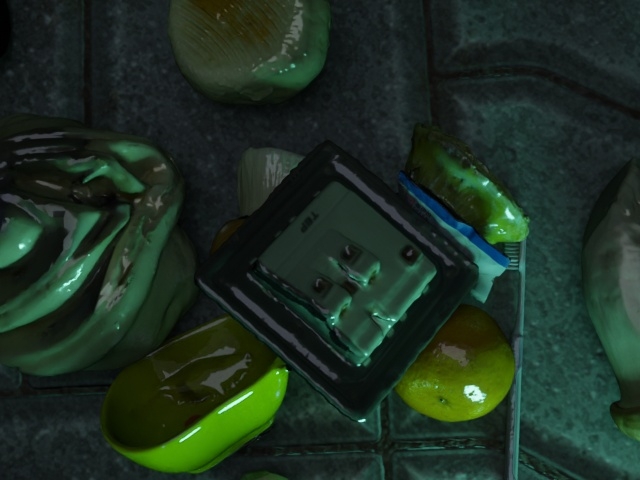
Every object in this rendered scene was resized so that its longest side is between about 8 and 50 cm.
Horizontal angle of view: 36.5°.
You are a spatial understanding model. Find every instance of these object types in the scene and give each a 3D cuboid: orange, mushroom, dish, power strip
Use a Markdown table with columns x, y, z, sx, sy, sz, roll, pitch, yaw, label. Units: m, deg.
| x | y | z | sx | sy | sz | roll | pitch | yaw | label |
| --- | --- | --- | --- | --- | --- | --- | --- | --- | --- |
| 0.161 | 0.145 | 1.196 | 0.159 | 0.159 | 0.136 | 12 | 49 | 10 | orange |
| 0.387 | 0.069 | 1.187 | 0.128 | 0.128 | 0.350 | -6 | 82 | 7 | mushroom |
| -0.138 | 0.203 | 1.228 | 0.262 | 0.221 | 0.108 | -29 | 118 | -6 | dish |
| 0.029 | 0.031 | 1.096 | 0.251 | 0.092 | 0.257 | 37 | 64 | 9 | power strip |

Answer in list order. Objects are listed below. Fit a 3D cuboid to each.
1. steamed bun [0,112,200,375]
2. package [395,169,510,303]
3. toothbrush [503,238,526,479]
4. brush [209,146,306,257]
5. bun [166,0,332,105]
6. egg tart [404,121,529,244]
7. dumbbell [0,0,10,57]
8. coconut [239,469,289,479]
| x | y | z | sx | sy | sz | roll | pitch | yaw | label |
| --- | --- | --- | --- | --- | --- | --- | --- | --- | --- |
| -0.335 | -0.005 | 1.237 | 0.339 | 0.247 | 0.352 | -3 | 76 | 6 | steamed bun |
| 0.153 | 0.000 | 1.208 | 0.171 | 0.173 | 0.027 | 42 | 71 | 12 | package |
| 0.244 | 0.157 | 1.242 | 0.029 | 0.024 | 0.354 | 2 | 80 | 14 | toothbrush |
| 0.000 | 0.000 | 1.238 | 0.266 | 0.174 | 0.166 | 17 | 73 | 2 | brush |
| -0.080 | -0.288 | 1.301 | 0.244 | 0.153 | 0.244 | -4 | 82 | 28 | bun |
| 0.174 | -0.057 | 1.205 | 0.197 | 0.197 | 0.078 | 41 | 86 | 12 | egg tart |
| -0.569 | -0.315 | 1.370 | 0.218 | 0.152 | 0.152 | -8 | 79 | 6 | dumbbell |
| -0.073 | 0.329 | 1.230 | 0.083 | 0.081 | 0.082 | -18 | 64 | -31 | coconut |
